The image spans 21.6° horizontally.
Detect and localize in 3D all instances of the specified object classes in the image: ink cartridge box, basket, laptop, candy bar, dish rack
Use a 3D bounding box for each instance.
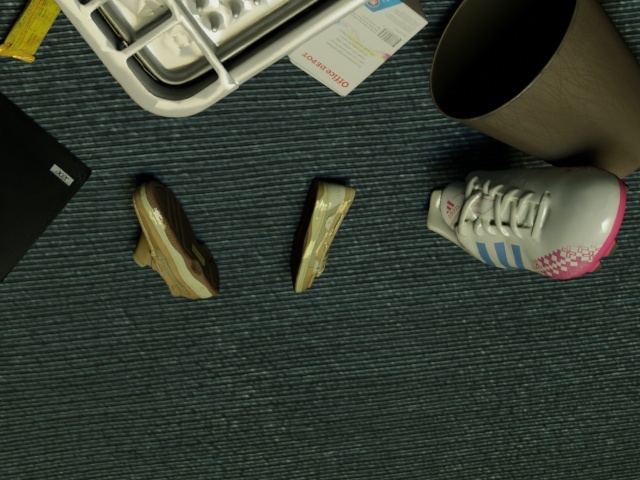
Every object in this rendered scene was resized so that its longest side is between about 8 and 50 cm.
[{"bbox_3d":[0.033,-0.218,1.713,0.122,0.052,0.088,-41,130,22],"label":"ink cartridge box"},{"bbox_3d":[0.252,-0.165,1.758,0.227,0.154,0.204,32,93,-43],"label":"basket"},{"bbox_3d":[-0.427,-0.056,1.773,0.264,0.136,0.234,-12,141,34],"label":"laptop"},{"bbox_3d":[-0.267,-0.235,1.639,0.040,0.018,0.161,15,127,-32],"label":"candy bar"},{"bbox_3d":[-0.094,-0.300,1.541,0.333,0.072,0.285,-31,113,15],"label":"dish rack"}]

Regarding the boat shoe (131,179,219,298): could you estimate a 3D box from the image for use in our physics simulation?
[{"bbox_3d":[-0.177,0.009,1.871,0.072,0.068,0.190,-13,137,14],"label":"boat shoe"}]

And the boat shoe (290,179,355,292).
[{"bbox_3d":[0.000,-0.002,1.914,0.048,0.056,0.153,5,124,-14],"label":"boat shoe"}]

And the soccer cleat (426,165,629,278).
[{"bbox_3d":[0.209,-0.023,1.804,0.143,0.116,0.331,16,172,-14],"label":"soccer cleat"}]
